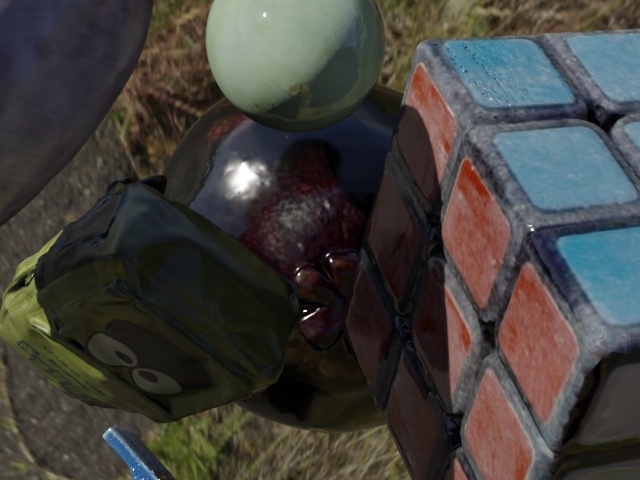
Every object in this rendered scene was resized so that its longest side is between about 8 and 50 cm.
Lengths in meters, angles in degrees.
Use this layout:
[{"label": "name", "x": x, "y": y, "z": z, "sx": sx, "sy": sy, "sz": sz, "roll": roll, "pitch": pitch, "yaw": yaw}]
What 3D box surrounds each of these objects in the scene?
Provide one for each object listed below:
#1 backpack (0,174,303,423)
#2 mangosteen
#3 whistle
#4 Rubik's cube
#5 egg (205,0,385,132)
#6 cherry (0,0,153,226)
[{"label": "backpack", "x": -0.146, "y": 0.056, "z": 1.114, "sx": 0.207, "sy": 0.253, "sz": 0.140, "roll": 41, "pitch": 52, "yaw": -24}, {"label": "mangosteen", "x": 0.000, "y": 0.000, "z": 1.453, "sx": 0.382, "sy": 0.435, "sz": 0.382, "roll": -2, "pitch": 105, "yaw": -9}, {"label": "whistle", "x": -0.199, "y": 0.287, "z": 1.505, "sx": 0.090, "sy": 0.090, "sz": 0.158, "roll": -42, "pitch": 64, "yaw": -12}, {"label": "Rubik's cube", "x": 0.220, "y": 0.049, "z": 0.986, "sx": 0.301, "sy": 0.303, "sz": 0.305, "roll": -7, "pitch": 48, "yaw": -20}, {"label": "egg", "x": -0.022, "y": -0.169, "z": 1.146, "sx": 0.149, "sy": 0.192, "sz": 0.149, "roll": -5, "pitch": 116, "yaw": -11}, {"label": "cherry", "x": -0.270, "y": -0.134, "z": 0.843, "sx": 0.335, "sy": 0.291, "sz": 0.326, "roll": 3, "pitch": 68, "yaw": 7}]
